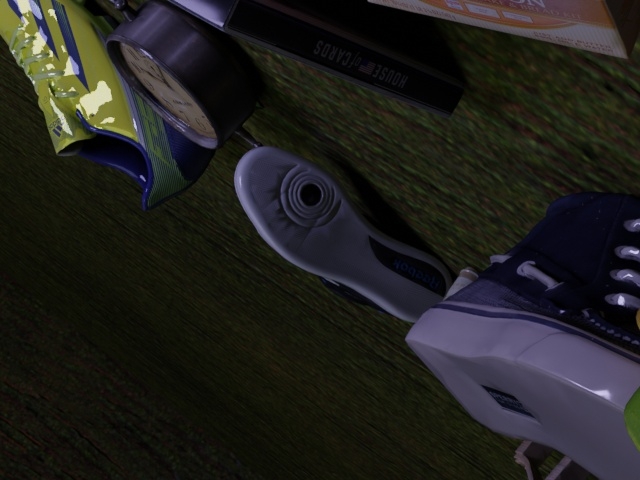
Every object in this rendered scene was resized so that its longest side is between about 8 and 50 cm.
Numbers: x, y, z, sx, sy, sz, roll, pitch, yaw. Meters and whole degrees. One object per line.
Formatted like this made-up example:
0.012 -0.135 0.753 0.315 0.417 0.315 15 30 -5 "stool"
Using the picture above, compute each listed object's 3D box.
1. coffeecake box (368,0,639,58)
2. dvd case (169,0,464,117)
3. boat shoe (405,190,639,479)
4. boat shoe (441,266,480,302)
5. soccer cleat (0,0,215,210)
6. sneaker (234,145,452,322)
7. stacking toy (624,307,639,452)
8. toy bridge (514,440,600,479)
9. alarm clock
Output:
0.064 -0.162 0.787 0.142 0.068 0.185 17 167 27 "coffeecake box"
-0.039 -0.145 1.113 0.179 0.030 0.238 32 -170 36 "dvd case"
0.175 0.046 1.032 0.127 0.158 0.340 48 170 -19 "boat shoe"
0.158 0.084 1.463 0.153 0.048 0.056 41 155 -22 "boat shoe"
-0.224 -0.145 1.632 0.289 0.121 0.093 41 166 7 "soccer cleat"
0.000 0.000 1.506 0.217 0.079 0.121 37 169 -18 "sneaker"
0.284 0.074 0.764 0.309 0.130 0.279 33 -163 14 "stacking toy"
0.222 0.210 1.603 0.026 0.063 0.188 46 165 -16 "toy bridge"
-0.123 -0.152 1.459 0.192 0.064 0.129 46 166 -28 "alarm clock"
